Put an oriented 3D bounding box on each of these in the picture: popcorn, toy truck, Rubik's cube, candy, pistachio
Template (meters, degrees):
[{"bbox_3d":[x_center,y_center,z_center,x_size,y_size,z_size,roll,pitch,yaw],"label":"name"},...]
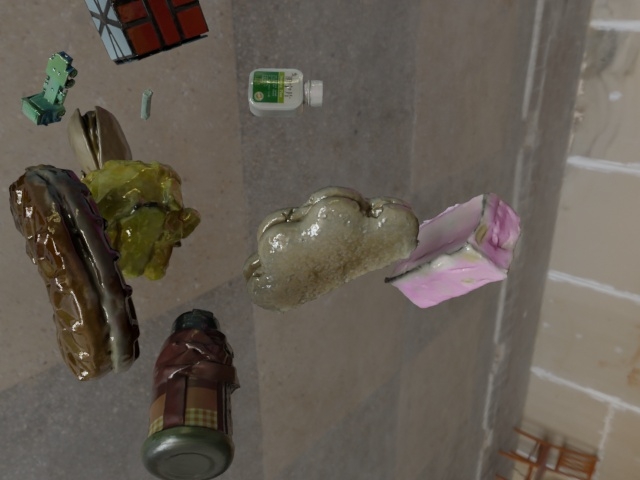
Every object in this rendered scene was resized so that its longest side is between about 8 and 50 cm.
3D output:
[{"bbox_3d":[-0.386,-0.035,1.122,0.252,0.215,0.286,43,92,-8],"label":"popcorn"},{"bbox_3d":[-0.600,-0.334,1.246,0.175,0.067,0.081,-49,180,35],"label":"toy truck"},{"bbox_3d":[-0.575,-0.753,1.832,0.284,0.288,0.293,-29,115,-27],"label":"Rubik's cube"},{"bbox_3d":[0.262,0.023,1.128,0.116,0.265,0.155,37,56,-12],"label":"candy"},{"bbox_3d":[-0.570,-0.241,1.463,0.138,0.153,0.237,-17,133,-12],"label":"pistachio"}]

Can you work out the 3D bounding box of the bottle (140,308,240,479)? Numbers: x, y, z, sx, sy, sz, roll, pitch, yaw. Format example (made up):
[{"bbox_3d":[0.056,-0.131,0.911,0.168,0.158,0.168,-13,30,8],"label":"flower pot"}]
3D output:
[{"bbox_3d":[-0.199,0.234,0.899,0.143,0.271,0.156,13,128,-19],"label":"bottle"}]

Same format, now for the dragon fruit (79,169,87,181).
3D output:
[{"bbox_3d":[-0.718,-0.161,1.741,0.081,0.086,0.116,-20,138,-41],"label":"dragon fruit"}]

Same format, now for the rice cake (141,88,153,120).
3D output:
[{"bbox_3d":[-0.429,-0.333,1.391,0.022,0.022,0.121,-55,-174,-26],"label":"rice cake"}]

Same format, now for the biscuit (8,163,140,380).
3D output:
[{"bbox_3d":[-0.389,0.046,0.895,0.115,0.268,0.366,-21,88,-31],"label":"biscuit"}]

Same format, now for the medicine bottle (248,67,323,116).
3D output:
[{"bbox_3d":[-0.086,-0.368,1.410,0.069,0.183,0.119,98,-7,-70],"label":"medicine bottle"}]

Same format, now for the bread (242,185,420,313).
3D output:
[{"bbox_3d":[0.002,0.005,0.992,0.338,0.102,0.183,-26,134,13],"label":"bread"}]
